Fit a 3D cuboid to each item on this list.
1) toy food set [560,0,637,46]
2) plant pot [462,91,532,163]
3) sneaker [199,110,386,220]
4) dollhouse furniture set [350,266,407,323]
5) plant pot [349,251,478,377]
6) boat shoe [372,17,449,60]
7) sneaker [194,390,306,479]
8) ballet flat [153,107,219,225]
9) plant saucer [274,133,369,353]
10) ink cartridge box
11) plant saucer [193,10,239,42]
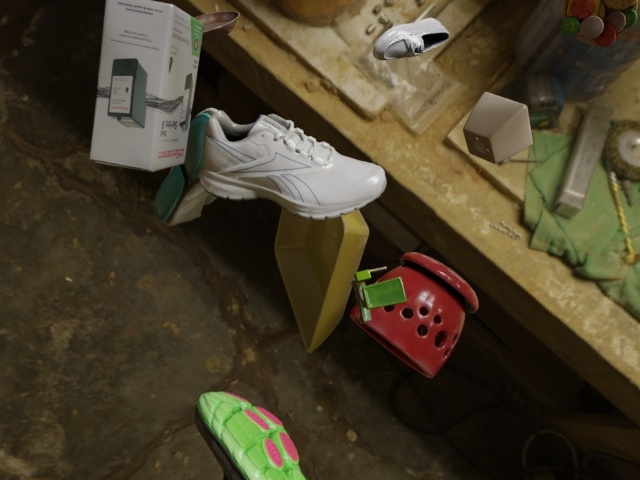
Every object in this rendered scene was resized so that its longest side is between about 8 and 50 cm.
[{"bbox_3d":[0.319,-0.265,0.674,0.083,0.082,0.020,18,36,30],"label":"toy food set"},{"bbox_3d":[0.359,-0.225,1.223,0.096,0.109,0.109,-42,46,-11],"label":"plant pot"},{"bbox_3d":[-0.049,-0.115,0.875,0.297,0.129,0.111,9,37,12],"label":"sneaker"},{"bbox_3d":[0.087,0.083,0.904,0.059,0.151,0.076,-12,80,-4],"label":"dollhouse furniture set"},{"bbox_3d":[0.174,0.127,1.078,0.191,0.191,0.174,36,82,5],"label":"plant pot"},{"bbox_3d":[0.197,-0.419,1.256,0.184,0.066,0.063,-23,53,-28],"label":"boat shoe"},{"bbox_3d":[-0.108,0.466,1.001,0.202,0.185,0.482,-44,59,11],"label":"sneaker"},{"bbox_3d":[-0.268,-0.166,1.361,0.139,0.400,0.139,17,52,-24],"label":"ballet flat"},{"bbox_3d":[0.000,0.000,1.205,0.081,0.332,0.332,-1,40,-20],"label":"plant saucer"},{"bbox_3d":[-0.319,-0.284,1.104,0.122,0.211,0.288,11,102,1],"label":"ink cartridge box"},{"bbox_3d":[-0.257,-0.467,1.301,0.169,0.029,0.168,-9,35,7],"label":"plant saucer"}]
